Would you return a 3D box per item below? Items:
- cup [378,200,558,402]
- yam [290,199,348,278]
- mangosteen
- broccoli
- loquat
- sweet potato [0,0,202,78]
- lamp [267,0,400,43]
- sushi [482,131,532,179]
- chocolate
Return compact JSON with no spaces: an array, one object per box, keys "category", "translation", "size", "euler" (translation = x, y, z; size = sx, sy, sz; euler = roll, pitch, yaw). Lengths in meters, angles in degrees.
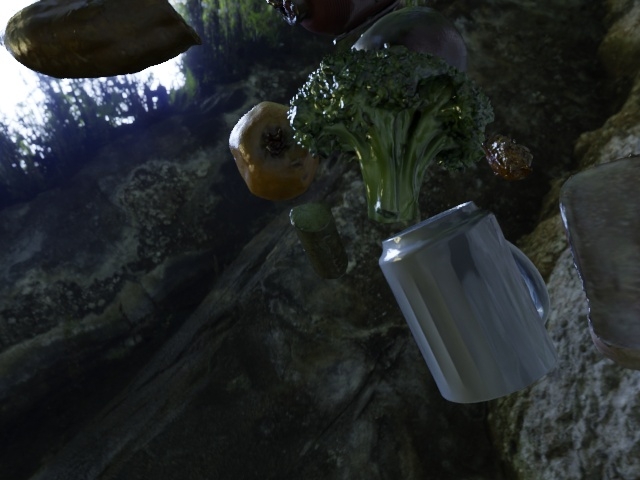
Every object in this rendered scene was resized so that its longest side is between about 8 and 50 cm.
[{"category":"cup","translation":[0.308,0.095,0.958],"size":[0.323,0.237,0.326],"euler":[-23,-92,-27]},{"category":"yam","translation":[0.000,0.000,0.779],"size":[0.069,0.169,0.068],"euler":[-6,-121,10]},{"category":"mangosteen","translation":[0.204,-0.366,1.094],"size":[0.293,0.297,0.297],"euler":[32,-122,21]},{"category":"broccoli","translation":[0.113,-0.177,0.754],"size":[0.288,0.259,0.235],"euler":[6,-141,34]},{"category":"loquat","translation":[-0.087,-0.175,0.966],"size":[0.176,0.234,0.187],"euler":[-43,-90,-14]},{"category":"sweet potato","translation":[-0.399,-0.354,0.839],"size":[0.370,0.157,0.157],"euler":[-12,-123,8]},{"category":"lamp","translation":[0.038,-0.420,0.758],"size":[0.258,0.180,0.180],"euler":[-38,-112,-10]},{"category":"sushi","translation":[0.319,-0.145,0.829],"size":[0.061,0.060,0.118],"euler":[-40,-129,-12]},{"category":"chocolate","translation":[0.364,0.016,0.509],"size":[0.185,0.100,0.303],"euler":[-7,-145,23]}]
